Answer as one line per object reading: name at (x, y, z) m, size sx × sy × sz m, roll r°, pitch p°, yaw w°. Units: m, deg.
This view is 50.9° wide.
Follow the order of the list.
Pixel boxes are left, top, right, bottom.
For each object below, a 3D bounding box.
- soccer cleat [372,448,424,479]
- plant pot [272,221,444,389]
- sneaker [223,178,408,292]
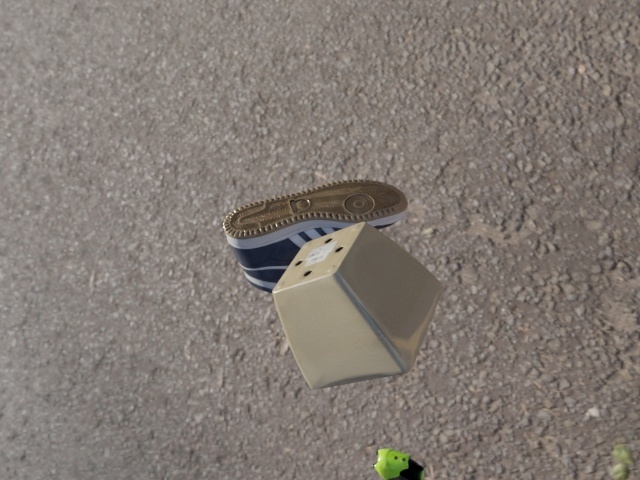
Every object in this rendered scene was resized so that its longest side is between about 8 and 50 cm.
soccer cleat at (0.149, 0.412, 1.167) m, size 0.072 × 0.179 × 0.060 m, roll 0°, pitch 55°, yaw 27°
plant pot at (0.024, 0.049, 0.576) m, size 0.109 × 0.096 × 0.109 m, roll -20°, pitch 25°, yaw 38°
sneaker at (0.000, 0.000, 1.068) m, size 0.283 × 0.153 × 0.099 m, roll -10°, pitch 43°, yaw -1°
